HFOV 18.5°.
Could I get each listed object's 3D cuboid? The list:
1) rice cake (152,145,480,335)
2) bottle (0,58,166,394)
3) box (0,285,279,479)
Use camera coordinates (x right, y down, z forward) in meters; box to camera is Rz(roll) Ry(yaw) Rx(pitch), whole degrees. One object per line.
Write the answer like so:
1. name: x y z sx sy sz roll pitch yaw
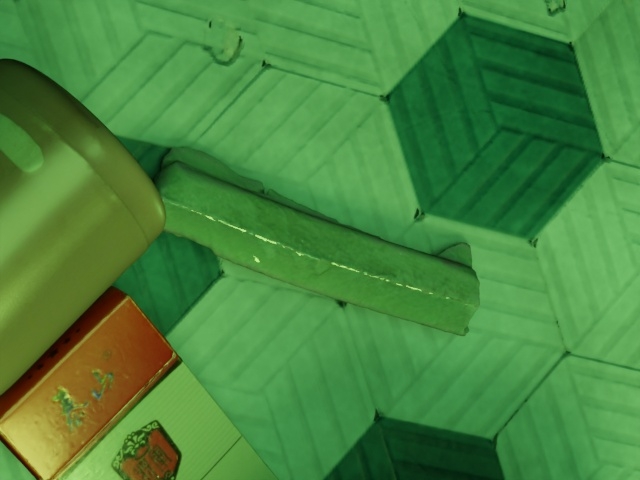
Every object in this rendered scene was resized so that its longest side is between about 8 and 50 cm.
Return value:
1. rice cake: -0.001 0.002 1.528 0.290 0.051 0.081 19 50 -21
2. bottle: -0.258 0.029 1.340 0.297 0.206 0.173 -45 103 -14
3. box: -0.128 0.163 1.445 0.139 0.035 0.245 -44 124 -15
